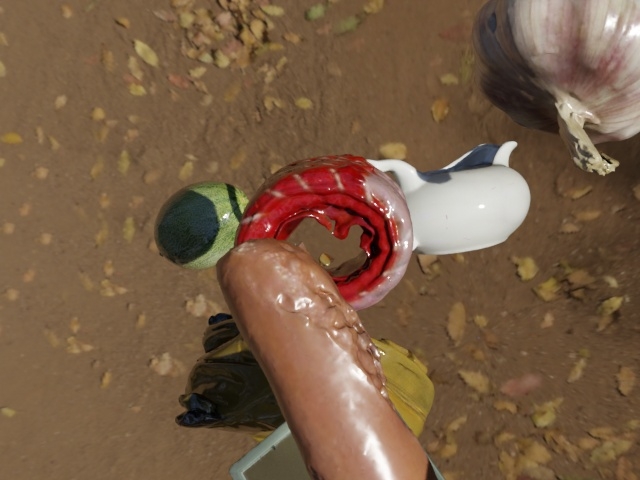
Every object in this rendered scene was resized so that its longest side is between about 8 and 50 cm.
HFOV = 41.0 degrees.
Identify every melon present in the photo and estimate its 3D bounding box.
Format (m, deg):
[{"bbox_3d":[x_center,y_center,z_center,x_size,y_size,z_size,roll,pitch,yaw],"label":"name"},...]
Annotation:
[{"bbox_3d":[-0.198,-0.022,1.405,0.192,0.139,0.139,-30,78,28],"label":"melon"}]

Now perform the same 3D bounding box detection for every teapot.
[{"bbox_3d":[0.169,-0.057,1.146,0.204,0.298,0.139,2,103,45],"label":"teapot"}]

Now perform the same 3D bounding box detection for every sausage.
[{"bbox_3d":[0.030,0.145,0.524,0.079,0.087,0.326,-24,89,-24],"label":"sausage"}]

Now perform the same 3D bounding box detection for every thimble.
[{"bbox_3d":[0.004,-0.006,0.912,0.190,0.125,0.163,-22,101,6],"label":"thimble"}]

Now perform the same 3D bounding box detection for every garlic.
[{"bbox_3d":[0.289,-0.168,0.941,0.245,0.245,0.253,0,59,10],"label":"garlic"}]

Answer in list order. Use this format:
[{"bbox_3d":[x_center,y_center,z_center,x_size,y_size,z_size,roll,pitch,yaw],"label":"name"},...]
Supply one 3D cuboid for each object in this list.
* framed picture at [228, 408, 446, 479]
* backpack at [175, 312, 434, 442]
[{"bbox_3d":[0.038,0.299,0.952,0.217,0.017,0.274,-39,58,6],"label":"framed picture"},{"bbox_3d":[-0.023,0.235,1.303,0.378,0.354,0.201,-20,49,49],"label":"backpack"}]
